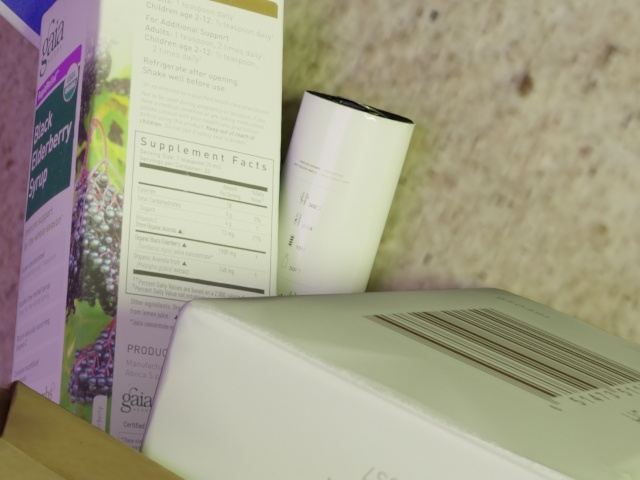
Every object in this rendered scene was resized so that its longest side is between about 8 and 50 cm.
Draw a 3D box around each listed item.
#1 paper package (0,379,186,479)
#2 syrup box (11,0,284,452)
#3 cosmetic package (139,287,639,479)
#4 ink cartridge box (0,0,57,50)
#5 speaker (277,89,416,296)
[{"bbox_3d":[-0.085,0.240,0.352,0.309,0.168,0.325,24,102,30],"label":"paper package"},{"bbox_3d":[-0.079,-0.005,0.626,0.093,0.096,0.237,-25,61,57],"label":"syrup box"},{"bbox_3d":[0.013,0.255,0.521,0.161,0.230,0.453,23,103,32],"label":"cosmetic package"},{"bbox_3d":[-0.145,-0.296,0.682,0.307,0.072,0.303,43,115,6],"label":"ink cartridge box"},{"bbox_3d":[0.000,0.000,0.640,0.055,0.055,0.136,22,102,33],"label":"speaker"}]
